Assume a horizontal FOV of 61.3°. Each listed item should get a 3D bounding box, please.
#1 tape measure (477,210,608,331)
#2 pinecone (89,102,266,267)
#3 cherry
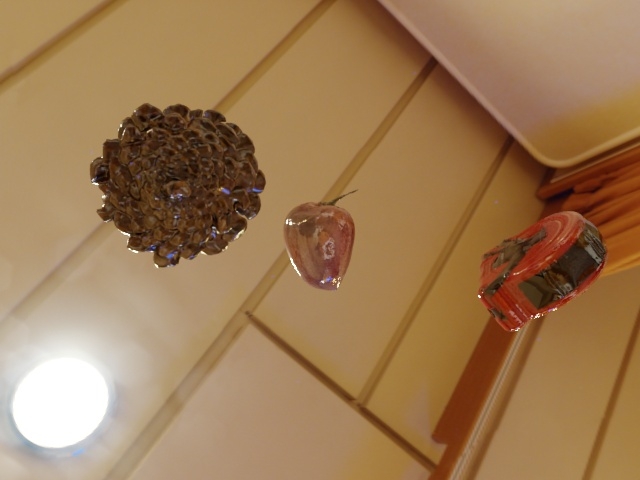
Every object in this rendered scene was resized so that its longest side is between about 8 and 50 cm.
[{"bbox_3d":[0.429,0.048,1.071,0.114,0.260,0.253,48,-152,-3],"label":"tape measure"},{"bbox_3d":[-0.153,-0.066,0.613,0.195,0.149,0.179,-35,-79,-50],"label":"pinecone"},{"bbox_3d":[0.000,0.000,0.723,0.086,0.106,0.126,5,-110,-33],"label":"cherry"}]
